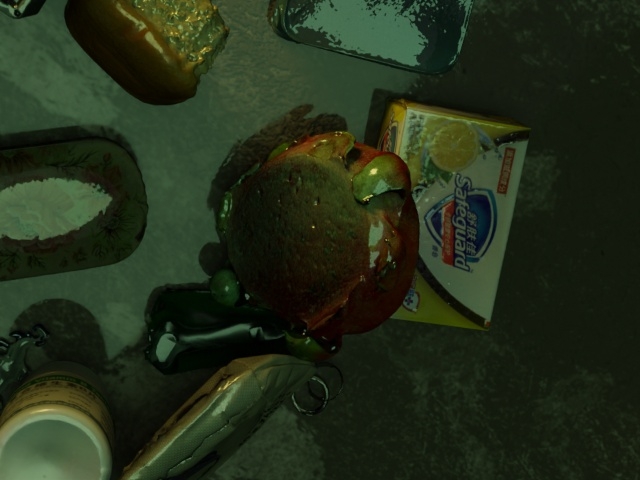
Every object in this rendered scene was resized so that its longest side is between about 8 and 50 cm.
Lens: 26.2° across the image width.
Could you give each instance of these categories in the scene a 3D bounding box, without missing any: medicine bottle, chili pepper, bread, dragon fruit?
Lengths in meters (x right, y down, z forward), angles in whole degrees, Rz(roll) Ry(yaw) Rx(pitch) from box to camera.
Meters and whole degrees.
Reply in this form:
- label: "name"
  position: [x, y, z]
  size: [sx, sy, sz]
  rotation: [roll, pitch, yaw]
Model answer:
- label: "medicine bottle"
  position: [-0.306, 0.225, 1.604]
  size: [0.139, 0.237, 0.139]
  rotation: [-1, 101, -5]
- label: "chili pepper"
  position: [-0.114, 0.107, 1.707]
  size: [0.216, 0.062, 0.108]
  rotation: [-8, 104, -10]
- label: "bread"
  position: [-0.196, -0.233, 1.525]
  size: [0.174, 0.245, 0.121]
  rotation: [38, 84, -16]
- label: "dragon fruit"
  position: [0.000, 0.000, 1.616]
  size: [0.295, 0.130, 0.269]
  rotation: [-24, 79, 33]

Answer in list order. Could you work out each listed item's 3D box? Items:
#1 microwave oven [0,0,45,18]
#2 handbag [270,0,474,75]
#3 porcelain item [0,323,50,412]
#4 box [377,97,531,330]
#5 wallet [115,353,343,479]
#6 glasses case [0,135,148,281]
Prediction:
- label: "microwave oven"
  position: [-0.395, -0.418, 1.428]
  size: [0.355, 0.286, 0.218]
  rotation: [34, 94, -11]
- label: "handbag"
  position: [0.069, -0.302, 1.645]
  size: [0.229, 0.062, 0.179]
  rotation: [13, 100, -13]
- label: "porcelain item"
  position: [-0.397, 0.149, 1.685]
  size: [0.075, 0.021, 0.136]
  rotation: [33, 95, -15]
- label: "box"
  position: [0.145, -0.033, 1.701]
  size: [0.168, 0.097, 0.265]
  rotation: [10, 101, -12]
- label: "wallet"
  position: [-0.135, 0.244, 1.651]
  size: [0.335, 0.275, 0.068]
  rotation: [-41, 72, 2]
- label: "glasses case"
  position: [-0.414, -0.025, 1.603]
  size: [0.425, 0.098, 0.157]
  rotation: [-8, 99, -8]
